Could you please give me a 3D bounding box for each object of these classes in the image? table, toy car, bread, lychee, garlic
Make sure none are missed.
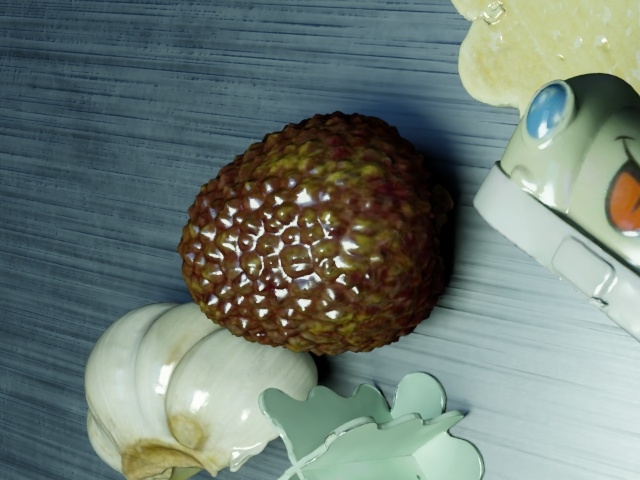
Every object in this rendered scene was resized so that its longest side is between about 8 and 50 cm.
[{"bbox_3d":[0.033,0.209,1.279,0.166,0.198,0.166,-3,85,37],"label":"table"},{"bbox_3d":[0.309,-0.027,1.001,0.242,0.336,0.226,42,109,32],"label":"toy car"},{"bbox_3d":[0.255,-0.230,1.237,0.316,0.054,0.316,-3,85,37],"label":"bread"},{"bbox_3d":[0.000,0.000,1.299,0.271,0.236,0.236,-18,71,-2],"label":"lychee"},{"bbox_3d":[-0.138,0.141,1.421,0.185,0.203,0.281,51,136,-7],"label":"garlic"}]
